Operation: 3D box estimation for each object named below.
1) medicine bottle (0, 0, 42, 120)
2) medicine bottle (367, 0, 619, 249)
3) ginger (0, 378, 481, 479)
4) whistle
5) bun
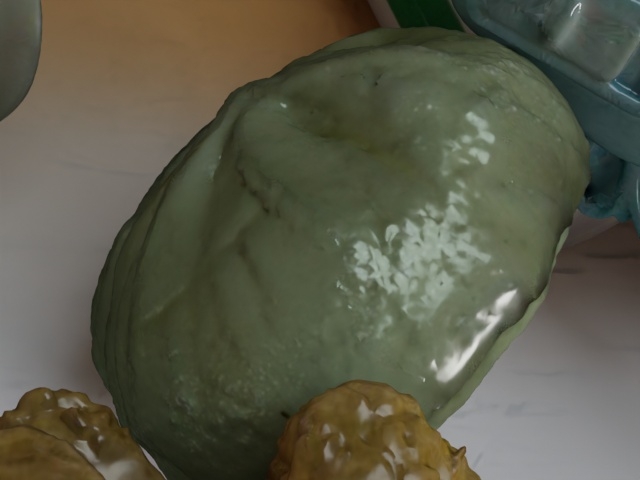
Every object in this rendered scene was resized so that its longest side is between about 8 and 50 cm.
[{"bbox_3d":[-0.187,-0.082,0.551,0.143,0.147,0.147,-30,79,-39],"label":"medicine bottle"},{"bbox_3d":[0.066,-0.121,0.743,0.095,0.095,0.260,-13,70,-33],"label":"medicine bottle"},{"bbox_3d":[0.000,0.171,0.500,0.375,0.166,0.236,22,75,-25],"label":"ginger"},{"bbox_3d":[0.156,-0.064,0.612,0.274,0.186,0.093,31,32,1],"label":"whistle"},{"bbox_3d":[0.000,0.000,0.571,0.118,0.195,0.195,46,51,-9],"label":"bun"}]
